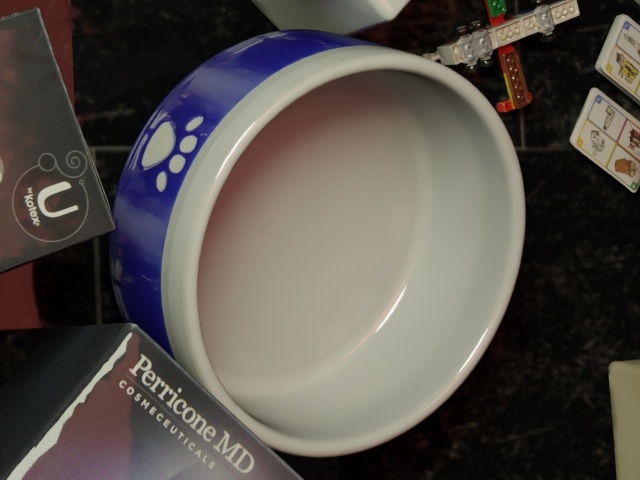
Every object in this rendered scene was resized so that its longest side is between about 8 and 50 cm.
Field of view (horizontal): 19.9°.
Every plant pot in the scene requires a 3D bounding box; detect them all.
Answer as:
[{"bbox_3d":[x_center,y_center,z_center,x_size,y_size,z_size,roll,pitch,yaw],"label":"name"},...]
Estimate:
[{"bbox_3d":[0.289,0.141,1.356,0.109,0.096,0.109,-3,89,-25],"label":"plant pot"}]

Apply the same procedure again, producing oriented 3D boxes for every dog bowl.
[{"bbox_3d":[0.000,0.000,1.181,0.265,0.104,0.265,-13,112,-33],"label":"dog bowl"}]

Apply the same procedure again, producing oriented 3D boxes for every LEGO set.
[{"bbox_3d":[0.175,-0.171,1.362,0.244,0.060,0.182,32,74,-31],"label":"LEGO set"}]

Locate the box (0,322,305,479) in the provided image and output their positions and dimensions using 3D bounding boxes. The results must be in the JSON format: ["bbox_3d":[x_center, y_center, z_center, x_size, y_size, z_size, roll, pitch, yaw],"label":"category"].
[{"bbox_3d":[-0.127,0.252,1.115,0.296,0.182,0.294,44,69,-16],"label":"box"}]

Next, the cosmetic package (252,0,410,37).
[{"bbox_3d":[0.003,-0.247,1.220,0.184,0.151,0.151,47,71,-14],"label":"cosmetic package"}]

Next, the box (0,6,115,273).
[{"bbox_3d":[-0.283,-0.021,1.068,0.270,0.165,0.143,-21,95,-24],"label":"box"}]
